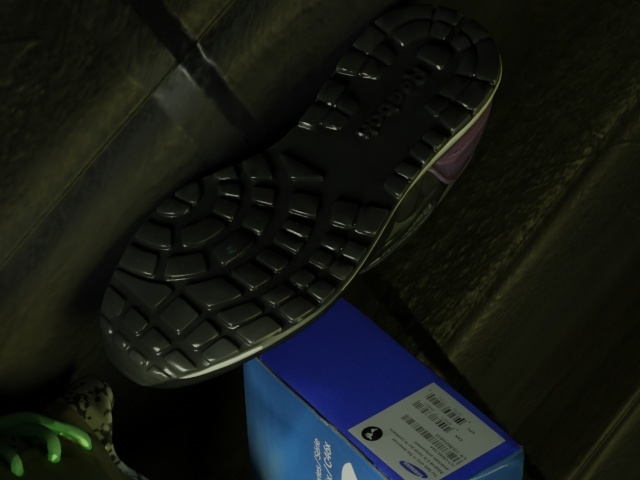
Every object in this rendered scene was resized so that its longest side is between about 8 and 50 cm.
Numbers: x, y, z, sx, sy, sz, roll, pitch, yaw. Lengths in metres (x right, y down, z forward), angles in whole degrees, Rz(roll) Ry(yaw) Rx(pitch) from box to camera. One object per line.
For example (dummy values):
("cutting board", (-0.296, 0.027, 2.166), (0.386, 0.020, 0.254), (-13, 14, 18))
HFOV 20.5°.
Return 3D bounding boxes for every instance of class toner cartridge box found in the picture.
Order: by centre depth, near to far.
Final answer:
("toner cartridge box", (0.035, 0.221, 1.044), (0.075, 0.165, 0.348), (-23, 130, -26))

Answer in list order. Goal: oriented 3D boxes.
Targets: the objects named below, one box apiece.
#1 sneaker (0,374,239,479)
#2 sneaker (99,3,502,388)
("sneaker", (-0.162, 0.150, 0.915), (0.158, 0.182, 0.410), (-17, 149, 28))
("sneaker", (0.000, 0.000, 0.995), (0.283, 0.107, 0.124), (-42, 156, -22))
